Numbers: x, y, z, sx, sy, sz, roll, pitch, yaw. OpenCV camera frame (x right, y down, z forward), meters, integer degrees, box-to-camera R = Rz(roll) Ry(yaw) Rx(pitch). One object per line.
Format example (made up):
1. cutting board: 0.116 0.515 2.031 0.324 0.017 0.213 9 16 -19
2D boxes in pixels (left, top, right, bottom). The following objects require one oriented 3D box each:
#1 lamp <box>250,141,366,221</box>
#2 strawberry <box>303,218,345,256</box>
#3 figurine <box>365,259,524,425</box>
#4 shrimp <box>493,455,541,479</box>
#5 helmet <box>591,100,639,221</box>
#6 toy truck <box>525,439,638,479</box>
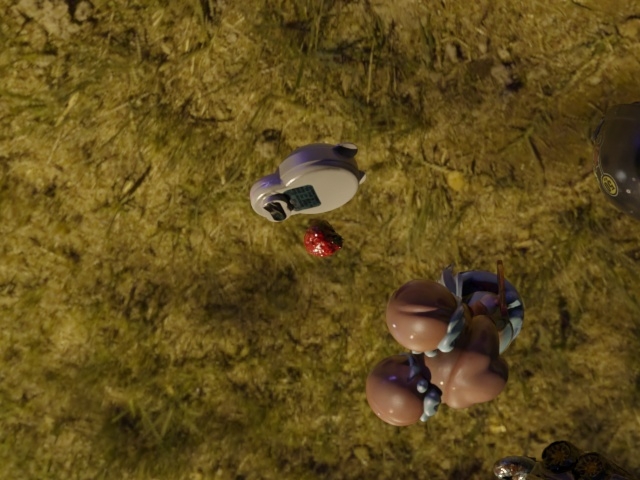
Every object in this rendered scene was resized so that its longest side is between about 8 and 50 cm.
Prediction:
1. lamp: -0.031 -0.126 1.490 0.246 0.108 0.179 -21 146 3
2. strawberry: 0.000 -0.001 1.798 0.106 0.106 0.106 1 125 1
3. figurine: 0.255 0.179 1.370 0.248 0.388 0.277 15 110 15
4. shrimp: 0.486 0.550 1.666 0.079 0.090 0.233 -34 132 30
5. helmet: 0.538 -0.094 1.087 0.279 0.230 0.160 30 96 20
6. toy truck: 0.533 0.533 1.292 0.181 0.254 0.405 52 156 -23
